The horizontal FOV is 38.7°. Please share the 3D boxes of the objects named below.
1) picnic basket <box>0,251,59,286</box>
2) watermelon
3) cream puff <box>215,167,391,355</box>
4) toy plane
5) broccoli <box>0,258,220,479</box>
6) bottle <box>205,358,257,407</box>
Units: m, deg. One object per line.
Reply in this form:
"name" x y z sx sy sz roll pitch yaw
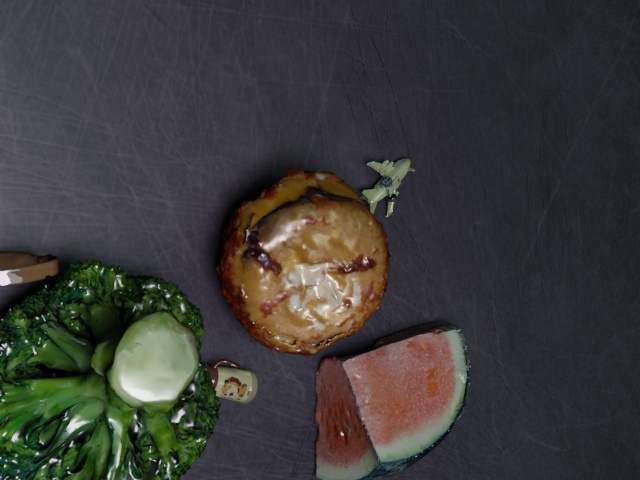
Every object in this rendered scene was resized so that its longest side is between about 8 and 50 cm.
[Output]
"picnic basket" -0.367 0.030 0.954 0.179 0.128 0.137 -7 103 -19
"watermelon" 0.112 0.222 1.338 0.318 0.148 0.226 -49 113 -24
"cream puff" -0.026 0.025 1.188 0.240 0.164 0.239 -9 115 -20
"toy plane" 0.101 -0.086 1.350 0.111 0.040 0.102 -42 137 -24
"broccoli" -0.233 0.162 0.975 0.298 0.297 0.297 7 73 -23
"bottle" -0.135 0.188 1.198 0.101 0.047 0.063 18 75 -35
